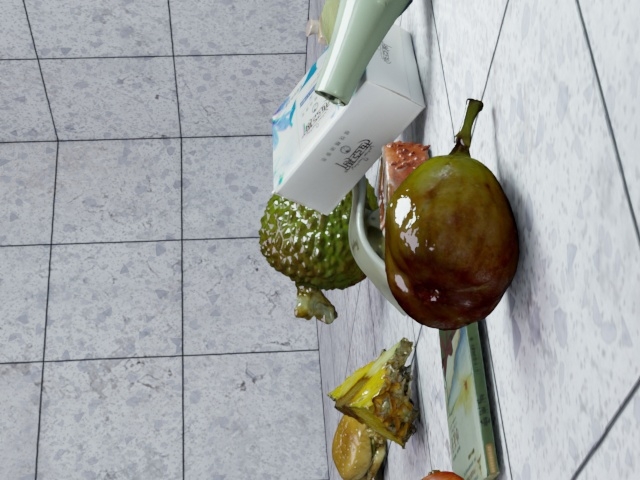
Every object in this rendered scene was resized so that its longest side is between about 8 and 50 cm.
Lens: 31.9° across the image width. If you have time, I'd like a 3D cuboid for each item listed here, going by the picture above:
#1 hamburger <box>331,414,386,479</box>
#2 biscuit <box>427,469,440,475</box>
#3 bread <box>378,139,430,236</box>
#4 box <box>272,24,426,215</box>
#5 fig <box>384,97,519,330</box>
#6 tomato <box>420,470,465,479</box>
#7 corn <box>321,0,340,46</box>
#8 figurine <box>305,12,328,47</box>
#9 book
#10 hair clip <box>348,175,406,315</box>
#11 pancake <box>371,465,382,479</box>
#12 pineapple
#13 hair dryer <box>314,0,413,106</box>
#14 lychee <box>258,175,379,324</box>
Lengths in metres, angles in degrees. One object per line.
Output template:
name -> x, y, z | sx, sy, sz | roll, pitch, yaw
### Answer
hamburger -> 0.080, 0.434, 2.352 | 0.138, 0.083, 0.147 | 57, 134, 51
biscuit -> 0.177, 0.391, 1.677 | 0.130, 0.019, 0.119 | -115, 23, -77
bread -> 0.131, -0.076, 1.725 | 0.160, 0.073, 0.160 | 180, 90, -89
box -> 0.036, -0.209, 1.828 | 0.274, 0.116, 0.203 | -47, 32, 35
fig -> 0.148, -0.042, 1.236 | 0.170, 0.146, 0.274 | 99, -179, -60
tomato -> 0.151, 0.403, 1.376 | 0.237, 0.095, 0.236 | 167, 90, -83
corn -> 0.063, -0.365, 2.101 | 0.123, 0.122, 0.305 | -37, 35, 25
figurine -> 0.037, -0.356, 2.349 | 0.236, 0.141, 0.162 | 92, 179, -46
book -> 0.185, 0.184, 1.431 | 0.201, 0.026, 0.289 | 96, 171, -63
hair clip -> 0.098, -0.013, 1.910 | 0.172, 0.113, 0.282 | 120, 147, -82
pancake -> 0.108, 0.487, 2.522 | 0.288, 0.033, 0.286 | -97, 8, -47
pineapple -> 0.127, 0.263, 1.914 | 0.164, 0.140, 0.250 | -51, 9, -19
hair dryer -> 0.081, -0.320, 1.597 | 0.296, 0.119, 0.298 | -62, 18, 17
lychee -> 0.004, -0.011, 2.264 | 0.320, 0.270, 0.270 | -50, 27, 28
